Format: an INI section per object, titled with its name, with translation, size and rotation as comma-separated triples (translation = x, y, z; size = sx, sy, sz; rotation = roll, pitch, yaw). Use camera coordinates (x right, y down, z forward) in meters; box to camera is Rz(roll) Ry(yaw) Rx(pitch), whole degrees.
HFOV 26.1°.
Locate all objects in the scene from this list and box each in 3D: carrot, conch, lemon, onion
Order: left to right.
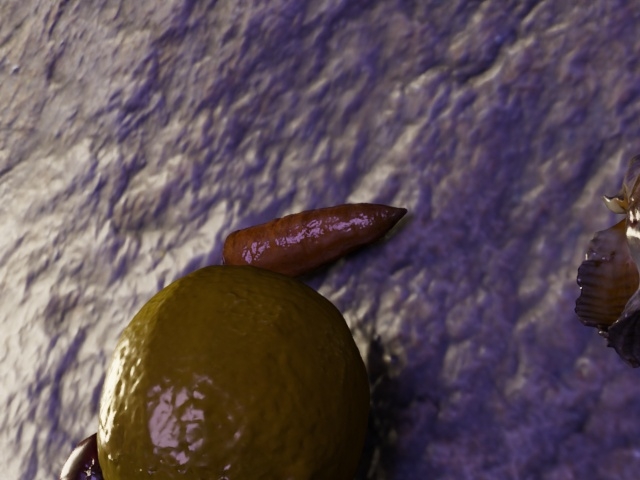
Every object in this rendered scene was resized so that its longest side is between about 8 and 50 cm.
[onion]
translation = -0.208, 0.256, 1.423
size = 0.131, 0.131, 0.131
rotation = -19, 60, 36
[lemon]
translation = -0.079, 0.161, 1.254
size = 0.245, 0.245, 0.320
rotation = -25, 35, 33
[carrot]
translation = 0.000, 0.000, 1.397
size = 0.205, 0.072, 0.072
rotation = -16, 61, 30
[conch]
translation = 0.272, 0.004, 1.087
size = 0.178, 0.163, 0.245
rotation = -40, 17, 1
